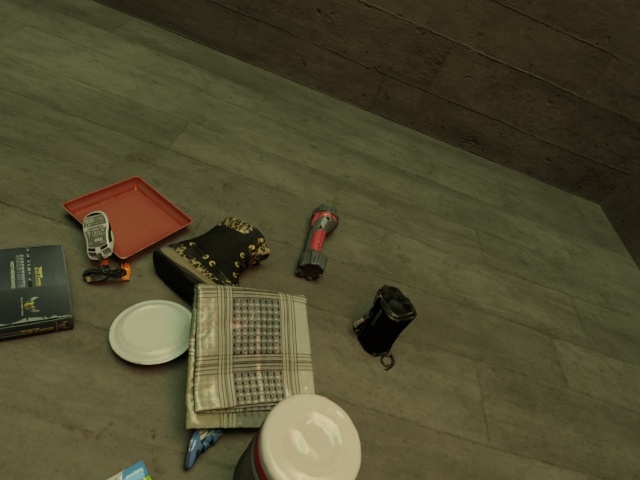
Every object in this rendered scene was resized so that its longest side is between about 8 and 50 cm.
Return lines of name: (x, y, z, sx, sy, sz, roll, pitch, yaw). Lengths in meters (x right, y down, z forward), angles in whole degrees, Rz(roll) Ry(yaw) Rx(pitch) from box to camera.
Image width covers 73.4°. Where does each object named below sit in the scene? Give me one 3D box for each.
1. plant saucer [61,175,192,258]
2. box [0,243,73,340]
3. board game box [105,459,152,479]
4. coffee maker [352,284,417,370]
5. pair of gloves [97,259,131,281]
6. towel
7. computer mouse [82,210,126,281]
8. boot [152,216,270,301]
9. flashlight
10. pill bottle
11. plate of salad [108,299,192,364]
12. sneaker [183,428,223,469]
plant saucer: (-0.564, -0.066, 1.274, 0.259, 0.047, 0.258, 38, 42, 12)
box: (-0.694, 0.116, 1.006, 0.184, 0.059, 0.232, -5, 50, -33)
board game box: (-0.394, 0.543, 0.647, 0.347, 0.078, 0.233, -18, 57, -40)
coffee maker: (0.197, 0.245, 1.239, 0.171, 0.178, 0.120, 43, 44, 19)
pair of gloves: (-0.554, 0.080, 1.153, 0.083, 0.010, 0.074, 2, 46, -24)
towel: (-0.152, 0.267, 1.003, 0.312, 0.056, 0.324, 13, 64, -36)
computer mouse: (-0.574, 0.015, 1.130, 0.106, 0.042, 0.192, -13, 75, -2)
boot: (-0.242, 0.091, 1.215, 0.378, 0.138, 0.284, 33, 41, 16)
flashlight: (0.000, 0.000, 1.456, 0.103, 0.103, 0.304, 22, 39, -9)
pill bottle: (-0.064, 0.433, 0.798, 0.177, 0.318, 0.176, 15, 42, -14)
plate of salad: (-0.406, 0.225, 1.050, 0.200, 0.048, 0.199, 9, 36, -7)
sneaker: (-0.245, 0.422, 0.922, 0.059, 0.053, 0.144, 26, 41, -3)
